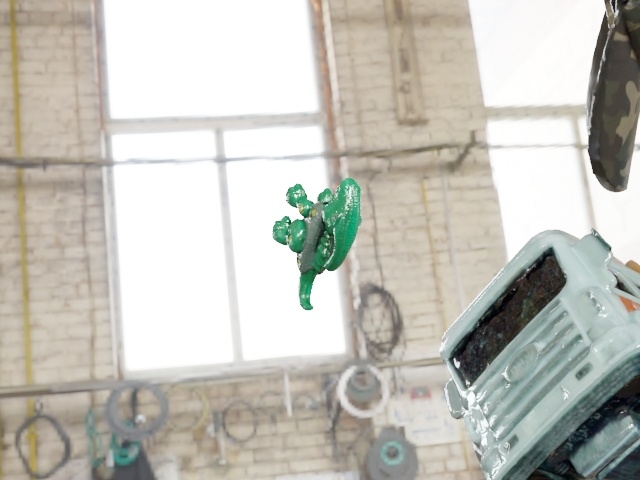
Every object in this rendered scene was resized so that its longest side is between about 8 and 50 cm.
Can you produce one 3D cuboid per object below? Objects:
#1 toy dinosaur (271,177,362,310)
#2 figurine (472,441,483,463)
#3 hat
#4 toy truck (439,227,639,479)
[{"bbox_3d":[0.000,0.000,0.868,0.059,0.132,0.096,7,17,-25],"label":"toy dinosaur"},{"bbox_3d":[0.200,0.198,0.991,0.086,0.082,0.094,-27,-46,13],"label":"figurine"},{"bbox_3d":[0.492,-0.274,1.400,0.257,0.382,0.366,-11,15,19],"label":"hat"},{"bbox_3d":[0.214,0.097,0.598,0.305,0.162,0.136,22,-63,-34],"label":"toy truck"}]
